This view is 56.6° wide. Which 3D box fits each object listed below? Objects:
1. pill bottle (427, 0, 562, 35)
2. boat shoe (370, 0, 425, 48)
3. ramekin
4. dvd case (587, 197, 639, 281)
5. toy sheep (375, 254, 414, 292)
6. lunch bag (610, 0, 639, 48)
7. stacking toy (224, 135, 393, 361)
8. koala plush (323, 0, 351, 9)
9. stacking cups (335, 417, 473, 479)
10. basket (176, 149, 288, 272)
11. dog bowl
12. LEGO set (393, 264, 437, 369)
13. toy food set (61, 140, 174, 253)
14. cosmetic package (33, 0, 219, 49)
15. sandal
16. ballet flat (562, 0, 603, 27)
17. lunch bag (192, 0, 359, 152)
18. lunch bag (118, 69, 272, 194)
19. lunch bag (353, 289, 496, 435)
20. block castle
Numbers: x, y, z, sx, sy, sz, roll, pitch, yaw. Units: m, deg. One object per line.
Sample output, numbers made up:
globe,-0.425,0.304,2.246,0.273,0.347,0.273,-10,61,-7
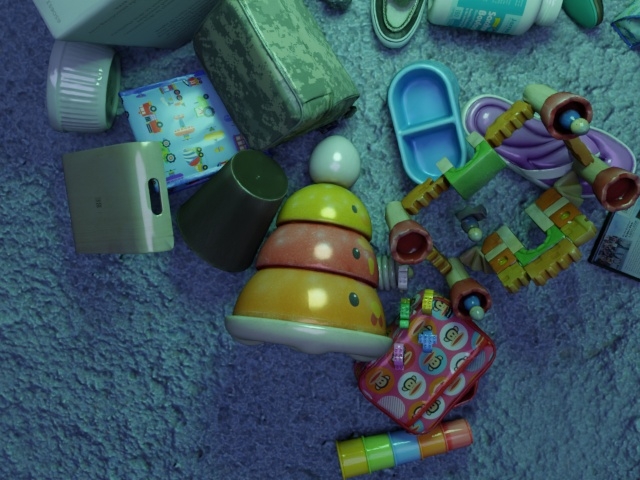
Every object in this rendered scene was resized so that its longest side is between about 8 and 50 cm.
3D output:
pill bottle,0.370,-0.521,1.266,0.264,0.146,0.146,7,95,-1
boat shoe,0.183,-0.590,1.270,0.121,0.119,0.335,10,95,-2
ramekin,-0.490,-0.324,1.249,0.109,0.207,0.207,7,96,-11
dvd case,0.775,0.013,1.387,0.253,0.022,0.180,21,96,-3
toy sheep,0.147,0.077,1.354,0.132,0.091,0.091,-5,96,6
lunch bag,0.728,-0.493,1.272,0.129,0.151,0.096,-44,94,3
stacking toy,0.000,0.000,1.266,0.350,0.350,0.480,8,80,-2
koala plush,0.001,-0.616,1.213,0.203,0.221,0.196,21,95,-3
stacking cups,0.196,0.482,1.401,0.316,0.096,0.096,-12,96,-5
basket,-0.176,-0.071,1.244,0.204,0.154,0.227,44,132,2
dog bowl,0.237,-0.249,1.305,0.165,0.074,0.297,-13,95,18
LEGO set,0.201,0.159,1.246,0.087,0.093,0.227,1,80,11
toy food set,-0.432,-0.086,1.263,0.306,0.092,0.220,-1,97,36
cosmetic package,-0.325,-0.580,1.087,0.329,0.393,0.327,-25,96,22
sandal,0.507,-0.202,1.320,0.416,0.102,0.169,18,95,-1
ballet flat,0.535,-0.595,1.292,0.280,0.095,0.096,45,81,-5
lunch bag,-0.072,-0.360,1.236,0.256,0.212,0.305,-34,94,-40
lunch bag,-0.254,-0.250,1.304,0.293,0.138,0.221,-20,93,-8
lunch bag,0.248,0.289,1.364,0.258,0.120,0.293,40,93,-9
block castle,0.381,-0.060,1.204,0.453,0.213,0.303,-41,117,15
